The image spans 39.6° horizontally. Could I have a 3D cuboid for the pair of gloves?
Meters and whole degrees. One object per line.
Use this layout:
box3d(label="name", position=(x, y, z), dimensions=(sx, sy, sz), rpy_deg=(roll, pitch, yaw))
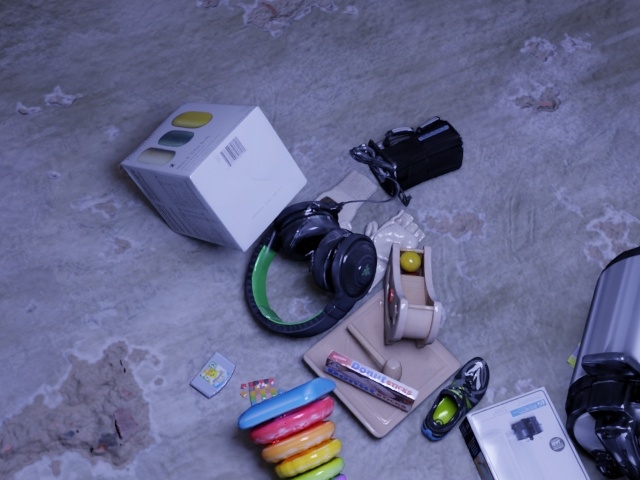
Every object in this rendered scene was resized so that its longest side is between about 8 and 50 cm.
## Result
box3d(label="pair of gloves", position=(0.085, -0.026, 1.861), dimensions=(0.204, 0.042, 0.240), rpy_deg=(-39, 71, -20))

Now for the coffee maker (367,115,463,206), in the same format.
box3d(label="coffee maker", position=(0.214, -0.167, 1.902), dimensions=(0.178, 0.120, 0.171), rpy_deg=(-23, 73, -14))

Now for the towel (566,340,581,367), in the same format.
box3d(label="towel", position=(0.534, 0.229, 1.767), dimensions=(0.060, 0.009, 0.083), rpy_deg=(39, 67, 15))

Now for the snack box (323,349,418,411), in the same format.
box3d(label="snack box", position=(0.093, 0.260, 1.649), dimensions=(0.178, 0.064, 0.022), rpy_deg=(25, 60, 9))

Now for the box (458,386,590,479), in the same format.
box3d(label="box", position=(0.389, 0.432, 1.612), dimensions=(0.169, 0.087, 0.290), rpy_deg=(-16, 65, -10))

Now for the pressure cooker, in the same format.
box3d(label="pressure cooker", position=(0.630, 0.261, 1.557), dimensions=(0.369, 0.375, 0.420), rpy_deg=(18, 61, 13))

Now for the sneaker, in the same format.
box3d(label="sneaker", position=(0.263, 0.297, 1.681), dimensions=(0.067, 0.078, 0.188), rpy_deg=(37, 67, 15))

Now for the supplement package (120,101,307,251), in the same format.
box3d(label="supplement package", position=(-0.211, -0.133, 1.749), dimensions=(0.262, 0.198, 0.199), rpy_deg=(13, 55, 49))

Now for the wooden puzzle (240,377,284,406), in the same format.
box3d(label="wooden puzzle", position=(-0.111, 0.291, 1.707), dimensions=(0.083, 0.006, 0.049), rpy_deg=(-9, 63, -7))

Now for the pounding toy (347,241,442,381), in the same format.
box3d(label="pounding toy", position=(0.138, 0.124, 1.681), dimensions=(0.154, 0.154, 0.270), rpy_deg=(6, 56, -5))

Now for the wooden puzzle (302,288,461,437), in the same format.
box3d(label="wooden puzzle", position=(0.119, 0.237, 1.731), dimensions=(0.238, 0.044, 0.221), rpy_deg=(-36, 69, -24))

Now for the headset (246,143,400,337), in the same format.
box3d(label="headset", position=(0.000, 0.000, 1.704), dimensions=(0.394, 0.185, 0.243), rpy_deg=(-50, 53, 5))

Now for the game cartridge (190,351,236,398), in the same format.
box3d(label="game cartridge", position=(-0.203, 0.261, 1.715), dimensions=(0.056, 0.017, 0.083), rpy_deg=(34, 67, 10))

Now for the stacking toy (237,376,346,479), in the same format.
box3d(label="stacking toy", position=(-0.012, 0.413, 1.586), dimensions=(0.165, 0.175, 0.302), rpy_deg=(-26, 83, 15))
